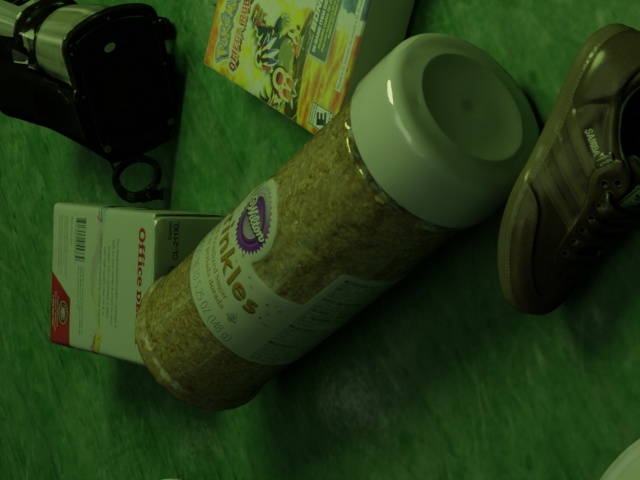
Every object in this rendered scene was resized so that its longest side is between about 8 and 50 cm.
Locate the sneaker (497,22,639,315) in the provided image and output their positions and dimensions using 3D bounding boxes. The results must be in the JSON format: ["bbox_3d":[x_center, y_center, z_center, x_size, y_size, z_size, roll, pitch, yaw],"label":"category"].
[{"bbox_3d":[0.162,-0.031,0.916,0.071,0.066,0.188,36,119,45],"label":"sneaker"}]

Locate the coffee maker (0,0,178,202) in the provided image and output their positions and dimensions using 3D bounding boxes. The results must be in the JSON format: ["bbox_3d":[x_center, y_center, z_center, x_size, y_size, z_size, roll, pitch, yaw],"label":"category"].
[{"bbox_3d":[-0.217,-0.135,1.364,0.178,0.120,0.171,22,108,51],"label":"coffee maker"}]

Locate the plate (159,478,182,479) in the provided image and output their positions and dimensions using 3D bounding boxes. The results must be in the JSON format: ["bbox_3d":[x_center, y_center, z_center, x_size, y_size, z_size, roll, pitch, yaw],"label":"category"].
[{"bbox_3d":[-0.113,0.294,1.307,0.188,0.024,0.188,2,92,52],"label":"plate"}]

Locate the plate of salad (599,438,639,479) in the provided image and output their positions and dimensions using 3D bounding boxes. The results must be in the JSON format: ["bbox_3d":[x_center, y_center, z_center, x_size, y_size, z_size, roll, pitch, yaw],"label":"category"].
[{"bbox_3d":[0.224,0.197,0.853,0.200,0.048,0.199,-11,74,44],"label":"plate of salad"}]

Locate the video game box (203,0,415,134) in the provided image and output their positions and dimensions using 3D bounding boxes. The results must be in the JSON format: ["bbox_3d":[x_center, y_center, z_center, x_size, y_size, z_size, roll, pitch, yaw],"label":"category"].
[{"bbox_3d":[-0.003,-0.196,1.146,0.187,0.048,0.205,37,118,49],"label":"video game box"}]

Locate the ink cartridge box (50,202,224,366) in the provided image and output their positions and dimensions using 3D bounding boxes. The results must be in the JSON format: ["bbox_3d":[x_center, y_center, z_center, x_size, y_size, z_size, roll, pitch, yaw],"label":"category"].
[{"bbox_3d":[-0.159,0.035,1.325,0.175,0.072,0.127,7,95,52],"label":"ink cartridge box"}]

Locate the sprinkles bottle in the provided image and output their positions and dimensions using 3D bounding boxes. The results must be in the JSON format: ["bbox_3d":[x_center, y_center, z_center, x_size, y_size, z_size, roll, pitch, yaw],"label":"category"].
[{"bbox_3d":[0.000,0.000,1.082,0.355,0.121,0.121,-41,59,45],"label":"sprinkles bottle"}]
